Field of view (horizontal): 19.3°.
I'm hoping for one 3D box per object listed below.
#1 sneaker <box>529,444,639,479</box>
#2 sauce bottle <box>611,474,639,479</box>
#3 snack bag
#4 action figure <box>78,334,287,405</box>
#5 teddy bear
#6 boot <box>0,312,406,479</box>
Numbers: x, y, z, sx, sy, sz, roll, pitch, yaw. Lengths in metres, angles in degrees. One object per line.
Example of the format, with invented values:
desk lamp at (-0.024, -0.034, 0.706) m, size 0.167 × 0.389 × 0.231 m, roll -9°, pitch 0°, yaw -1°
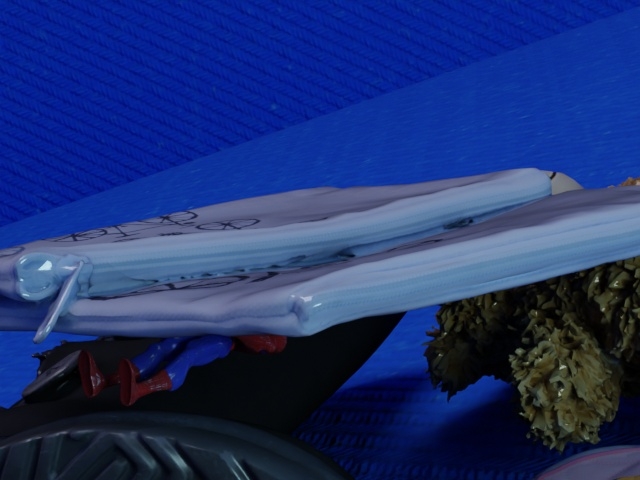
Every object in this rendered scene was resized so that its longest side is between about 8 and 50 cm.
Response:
sneaker at (0.135, 0.113, 0.764) m, size 0.134 × 0.051 × 0.070 m, roll -13°, pitch 7°, yaw 13°
sauce bottle at (0.049, 0.144, 0.618) m, size 0.344 × 0.111 × 0.111 m, roll -15°, pitch 13°, yaw 21°
snack bag at (0.000, 0.000, 0.835) m, size 0.323 × 0.037 × 0.342 m, roll -11°, pitch 6°, yaw -39°
action figure at (-0.049, 0.043, 0.797) m, size 0.038 × 0.030 × 0.115 m, roll 1°, pitch 9°, yaw 40°
teddy bear at (0.170, 0.009, 0.939) m, size 0.245 × 0.113 × 0.338 m, roll -48°, pitch 19°, yaw -2°
boot at (-0.046, 0.097, 0.978) m, size 0.367 × 0.146 × 0.445 m, roll -12°, pitch 10°, yaw 30°
